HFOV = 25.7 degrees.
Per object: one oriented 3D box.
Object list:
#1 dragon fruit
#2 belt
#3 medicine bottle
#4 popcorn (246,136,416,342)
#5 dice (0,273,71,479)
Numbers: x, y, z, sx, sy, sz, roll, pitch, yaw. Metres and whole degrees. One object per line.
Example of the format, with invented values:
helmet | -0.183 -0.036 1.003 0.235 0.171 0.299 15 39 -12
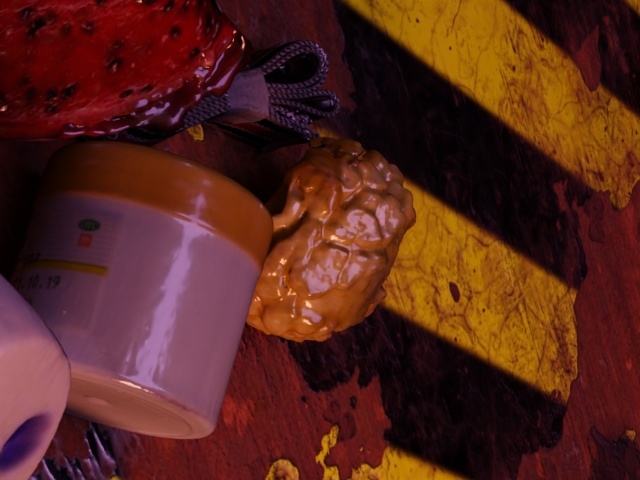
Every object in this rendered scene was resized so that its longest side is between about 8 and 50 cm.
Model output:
dragon fruit | -0.249 -0.227 1.311 0.286 0.228 0.329 -48 146 9
belt | -0.122 -0.159 1.577 0.359 0.094 0.126 -9 90 -49
medicine bottle | -0.187 0.053 1.376 0.238 0.238 0.232 34 63 -41
popcorn | 0.000 0.000 1.614 0.250 0.190 0.250 -42 159 -20
dice | -0.367 0.112 1.108 0.251 0.243 0.259 -50 164 -19
